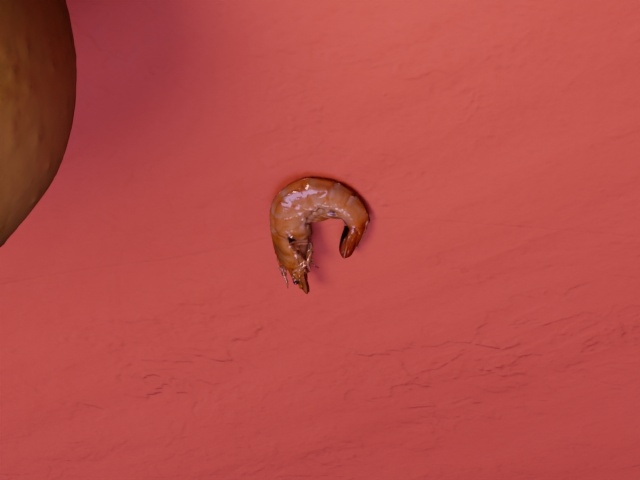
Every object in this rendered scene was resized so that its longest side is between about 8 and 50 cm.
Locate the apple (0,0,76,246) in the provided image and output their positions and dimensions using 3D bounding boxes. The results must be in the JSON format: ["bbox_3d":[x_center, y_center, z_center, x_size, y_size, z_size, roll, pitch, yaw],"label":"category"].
[{"bbox_3d":[-0.411,-0.137,1.090,0.473,0.474,0.474,4,144,3],"label":"apple"}]

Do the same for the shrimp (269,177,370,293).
[{"bbox_3d":[-0.001,-0.006,1.541,0.095,0.045,0.162,-13,139,-8],"label":"shrimp"}]
